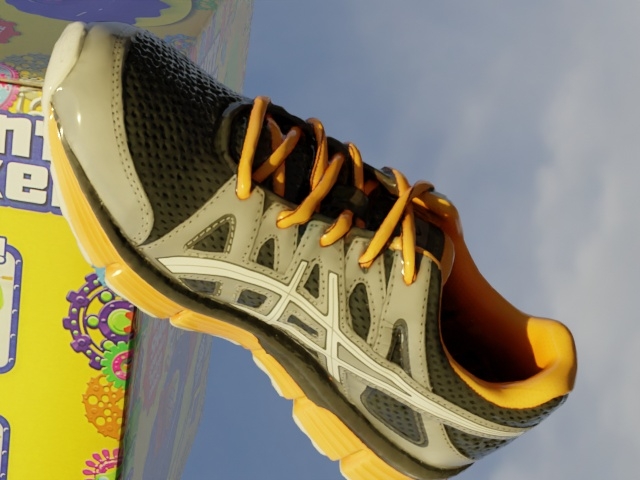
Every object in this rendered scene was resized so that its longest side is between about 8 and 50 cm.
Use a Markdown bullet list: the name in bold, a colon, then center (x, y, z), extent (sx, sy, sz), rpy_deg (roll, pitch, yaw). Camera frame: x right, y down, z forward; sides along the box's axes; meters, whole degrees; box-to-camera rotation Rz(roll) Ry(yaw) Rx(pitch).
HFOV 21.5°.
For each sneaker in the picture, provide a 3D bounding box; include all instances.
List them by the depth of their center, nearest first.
- **sneaker**: center (0.000, 0.000, 0.541), extent (0.215, 0.083, 0.084), rpy_deg (42, -139, -30)

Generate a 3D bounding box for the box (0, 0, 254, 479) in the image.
- **box**: center (-0.146, 0.013, 0.758), extent (0.290, 0.177, 0.279), rpy_deg (-75, -6, -67)
